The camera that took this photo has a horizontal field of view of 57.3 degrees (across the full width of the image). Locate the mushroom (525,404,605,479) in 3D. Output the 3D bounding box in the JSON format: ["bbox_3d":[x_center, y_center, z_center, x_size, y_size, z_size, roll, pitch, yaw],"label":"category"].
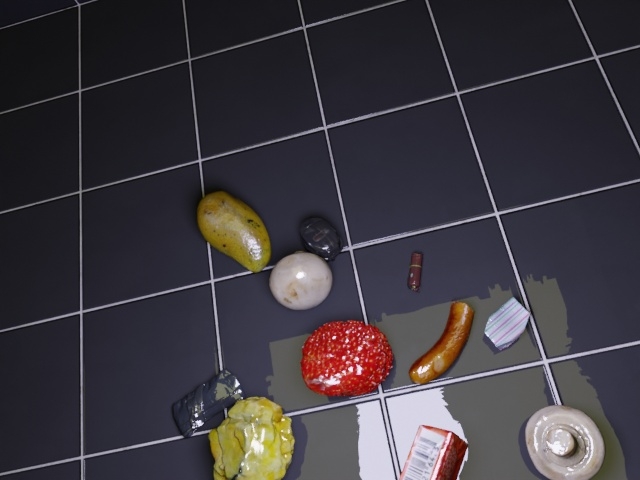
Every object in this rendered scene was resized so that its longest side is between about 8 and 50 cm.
[{"bbox_3d":[0.660,0.537,1.579,0.206,0.209,0.206,-5,41,4],"label":"mushroom"}]

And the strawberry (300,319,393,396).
[{"bbox_3d":[0.073,0.352,1.749,0.261,0.257,0.261,-8,66,18],"label":"strawberry"}]

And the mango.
[{"bbox_3d":[-0.295,-0.037,2.028,0.329,0.175,0.176,37,124,22],"label":"mango"}]

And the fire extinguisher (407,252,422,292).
[{"bbox_3d":[0.307,0.108,1.906,0.056,0.039,0.132,-10,63,44],"label":"fire extinguisher"}]

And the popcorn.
[{"bbox_3d":[-0.202,0.607,1.720,0.252,0.215,0.286,0,72,5],"label":"popcorn"}]

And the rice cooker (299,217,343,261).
[{"bbox_3d":[0.000,0.000,1.975,0.112,0.106,0.165,-35,68,-16],"label":"rice cooker"}]

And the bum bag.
[{"bbox_3d":[-0.359,0.517,1.870,0.248,0.060,0.123,-32,64,0],"label":"bum bag"}]

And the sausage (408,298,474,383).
[{"bbox_3d":[0.381,0.313,1.787,0.103,0.076,0.302,27,75,28],"label":"sausage"}]

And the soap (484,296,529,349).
[{"bbox_3d":[0.565,0.258,1.781,0.149,0.056,0.100,-39,64,-6],"label":"soap"}]

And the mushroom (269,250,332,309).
[{"bbox_3d":[-0.066,0.113,1.915,0.207,0.207,0.215,-17,35,5],"label":"mushroom"}]

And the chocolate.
[{"bbox_3d":[0.303,0.634,1.596,0.108,0.235,0.237,14,72,31],"label":"chocolate"}]
